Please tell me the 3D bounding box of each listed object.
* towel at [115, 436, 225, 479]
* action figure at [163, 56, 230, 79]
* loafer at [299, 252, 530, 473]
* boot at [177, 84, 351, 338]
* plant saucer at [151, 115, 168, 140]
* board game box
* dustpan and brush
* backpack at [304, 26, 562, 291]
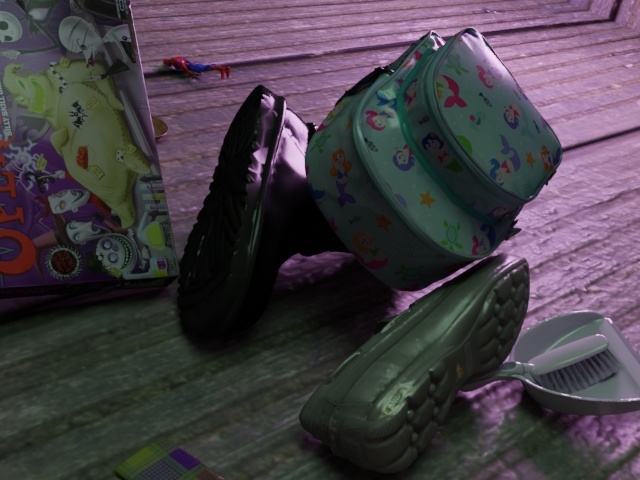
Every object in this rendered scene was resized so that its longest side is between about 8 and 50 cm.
[{"bbox_3d":[-0.119,0.196,0.750,0.083,0.009,0.060,28,33,26],"label":"towel"},{"bbox_3d":[-0.210,-0.287,1.530,0.115,0.030,0.038,16,24,14],"label":"action figure"},{"bbox_3d":[0.104,0.098,0.891,0.111,0.112,0.319,14,32,35],"label":"loafer"},{"bbox_3d":[0.002,-0.003,1.030,0.260,0.131,0.348,29,49,-20],"label":"boot"},{"bbox_3d":[-0.257,-0.157,1.298,0.083,0.015,0.083,11,30,-6],"label":"plant saucer"},{"bbox_3d":[-0.278,-0.114,0.966,0.208,0.056,0.347,-5,73,-29],"label":"board game box"},{"bbox_3d":[0.227,0.133,0.948,0.211,0.060,0.147,-19,34,0],"label":"dustpan and brush"},{"bbox_3d":[0.115,-0.081,0.950,0.225,0.191,0.253,52,49,-8],"label":"backpack"}]
